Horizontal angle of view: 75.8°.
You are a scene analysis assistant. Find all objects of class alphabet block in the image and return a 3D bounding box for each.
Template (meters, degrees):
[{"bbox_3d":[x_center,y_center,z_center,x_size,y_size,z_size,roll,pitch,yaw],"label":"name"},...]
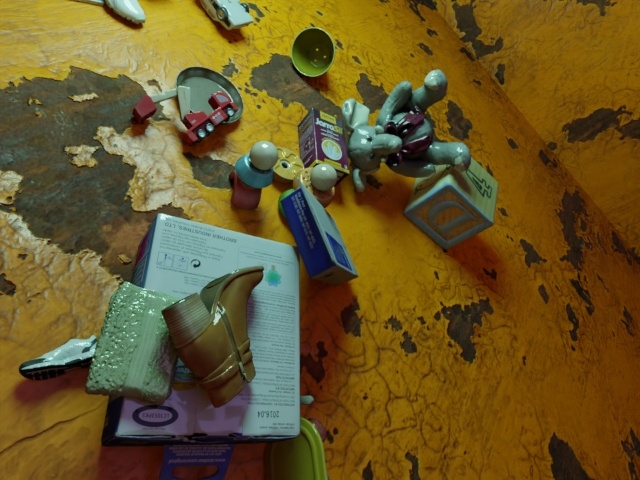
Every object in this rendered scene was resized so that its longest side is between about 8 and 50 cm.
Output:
[{"bbox_3d":[0.402,-0.127,1.256,0.193,0.192,0.197,40,47,-14],"label":"alphabet block"}]

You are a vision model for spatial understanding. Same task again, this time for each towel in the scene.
[{"bbox_3d":[-0.237,0.134,0.546,0.110,0.027,0.148,20,56,-24],"label":"towel"}]

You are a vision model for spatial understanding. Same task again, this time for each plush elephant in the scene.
[{"bbox_3d":[0.188,-0.273,1.119,0.255,0.330,0.272,-32,112,-34],"label":"plush elephant"}]

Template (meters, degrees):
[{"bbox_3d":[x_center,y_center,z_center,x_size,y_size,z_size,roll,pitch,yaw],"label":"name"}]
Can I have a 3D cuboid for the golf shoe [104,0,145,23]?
[{"bbox_3d":[-0.465,-0.588,0.943,0.176,0.086,0.069,48,36,-14],"label":"golf shoe"}]

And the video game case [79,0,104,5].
[{"bbox_3d":[-0.556,-0.594,0.938,0.087,0.011,0.122,-11,72,-40],"label":"video game case"}]

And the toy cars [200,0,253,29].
[{"bbox_3d":[-0.365,-0.685,1.087,0.393,0.087,0.176,20,59,-30],"label":"toy cars"}]

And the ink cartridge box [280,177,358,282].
[{"bbox_3d":[0.000,0.000,0.840,0.332,0.065,0.165,41,26,-74],"label":"ink cartridge box"}]

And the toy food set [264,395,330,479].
[{"bbox_3d":[-0.027,0.378,0.704,0.071,0.128,0.218,30,42,-46],"label":"toy food set"}]

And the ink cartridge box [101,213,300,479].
[{"bbox_3d":[-0.181,0.183,0.673,0.270,0.151,0.395,15,56,-28],"label":"ink cartridge box"}]

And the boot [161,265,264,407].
[{"bbox_3d":[-0.127,0.130,0.606,0.197,0.073,0.152,-32,97,-52],"label":"boot"}]

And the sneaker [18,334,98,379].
[{"bbox_3d":[-0.383,0.173,0.612,0.109,0.040,0.044,-6,52,-42],"label":"sneaker"}]

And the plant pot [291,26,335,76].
[{"bbox_3d":[-0.012,-0.571,1.261,0.134,0.134,0.095,47,22,-4],"label":"plant pot"}]

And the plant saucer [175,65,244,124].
[{"bbox_3d":[-0.269,-0.345,0.995,0.168,0.029,0.168,18,57,-29],"label":"plant saucer"}]

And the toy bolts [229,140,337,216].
[{"bbox_3d":[-0.085,-0.168,0.931,0.228,0.158,0.218,3,59,-32],"label":"toy bolts"}]

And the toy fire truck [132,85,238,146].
[{"bbox_3d":[-0.291,-0.285,0.900,0.192,0.047,0.135,-46,109,-22],"label":"toy fire truck"}]

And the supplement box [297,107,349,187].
[{"bbox_3d":[0.006,-0.247,1.105,0.104,0.081,0.188,13,58,-30],"label":"supplement box"}]
